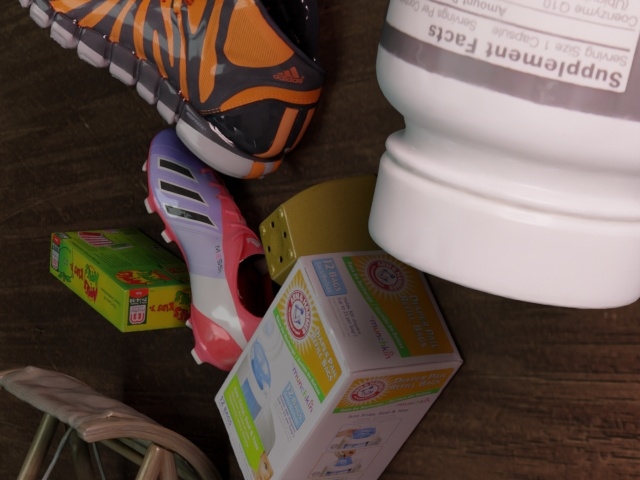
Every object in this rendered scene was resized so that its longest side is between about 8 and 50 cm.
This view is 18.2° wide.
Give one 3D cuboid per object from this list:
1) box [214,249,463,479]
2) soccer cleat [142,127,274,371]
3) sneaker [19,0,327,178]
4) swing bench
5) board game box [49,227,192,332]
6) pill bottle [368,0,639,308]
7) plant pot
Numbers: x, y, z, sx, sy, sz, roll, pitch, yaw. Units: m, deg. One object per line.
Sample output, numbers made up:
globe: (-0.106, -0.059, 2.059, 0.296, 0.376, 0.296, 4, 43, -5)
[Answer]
box: (0.011, 0.110, 1.565, 0.203, 0.103, 0.114, -58, 45, 46)
soccer cleat: (-0.089, -0.001, 1.774, 0.095, 0.083, 0.248, -32, 59, 30)
sneaker: (-0.119, -0.214, 1.685, 0.321, 0.124, 0.180, 38, 127, 7)
swing bench: (-0.214, 0.266, 1.931, 0.253, 0.165, 0.255, 18, 103, 60)
board game box: (-0.183, 0.036, 1.914, 0.181, 0.092, 0.043, 31, 121, 56)
pill bottle: (0.147, -0.158, 1.157, 0.204, 0.204, 0.361, 34, 116, 55)
plant pot: (0.000, 0.000, 1.592, 0.081, 0.083, 0.081, -41, 59, 55)
